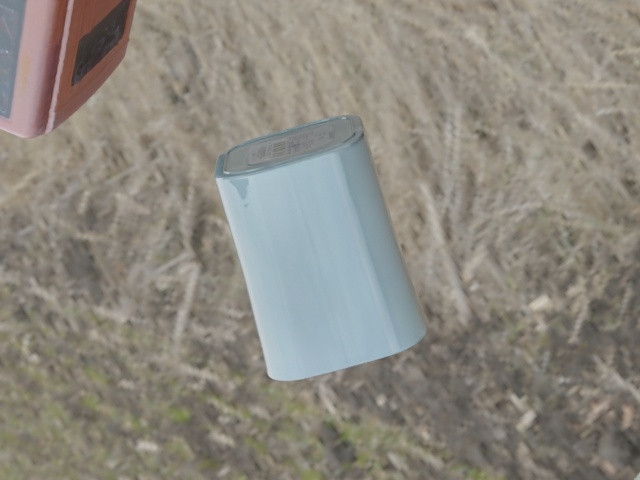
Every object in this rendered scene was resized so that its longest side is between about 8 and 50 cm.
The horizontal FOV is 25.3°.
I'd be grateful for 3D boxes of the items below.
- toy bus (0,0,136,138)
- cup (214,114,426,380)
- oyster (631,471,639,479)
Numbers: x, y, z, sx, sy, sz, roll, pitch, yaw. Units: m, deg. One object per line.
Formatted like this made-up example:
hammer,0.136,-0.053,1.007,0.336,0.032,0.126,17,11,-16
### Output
toy bus,-0.246,-0.301,1.149,0.233,0.203,0.427,27,135,7
cup,0.000,0.000,0.826,0.128,0.095,0.129,-91,-14,-72
oyster,0.287,0.214,1.059,0.133,0.337,0.198,52,-162,-15
